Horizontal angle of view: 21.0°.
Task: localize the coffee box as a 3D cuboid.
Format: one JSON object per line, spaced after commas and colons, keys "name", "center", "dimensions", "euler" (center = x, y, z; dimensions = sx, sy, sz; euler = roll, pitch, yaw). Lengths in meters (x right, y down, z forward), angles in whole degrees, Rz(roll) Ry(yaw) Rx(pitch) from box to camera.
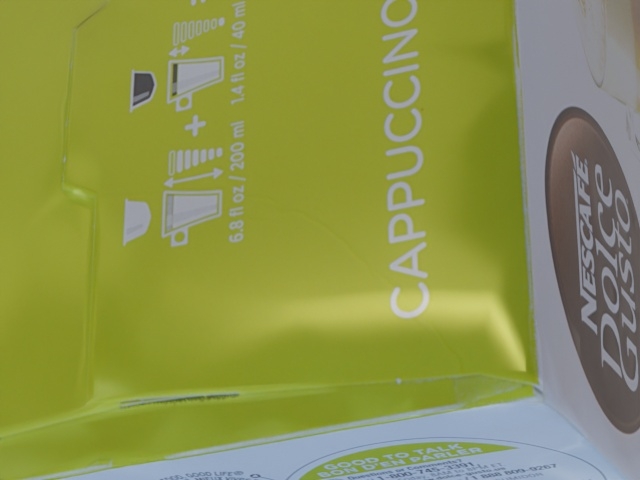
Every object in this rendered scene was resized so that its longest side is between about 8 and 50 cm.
{"name": "coffee box", "center": [0.000, 0.000, 0.858], "dimensions": [0.338, 0.337, 0.334], "euler": [-12, 152, 23]}
